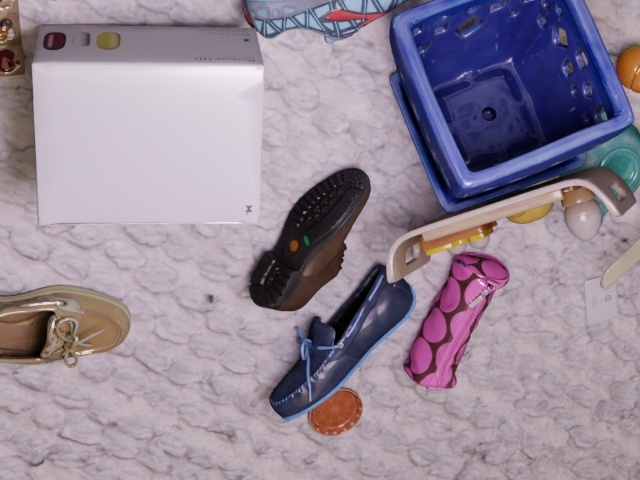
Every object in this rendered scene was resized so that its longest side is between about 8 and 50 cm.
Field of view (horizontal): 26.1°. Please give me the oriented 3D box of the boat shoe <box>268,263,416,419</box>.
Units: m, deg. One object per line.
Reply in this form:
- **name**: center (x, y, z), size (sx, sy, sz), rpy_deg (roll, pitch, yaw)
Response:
- **boat shoe**: center (0.015, 0.135, 1.931), size (0.258, 0.109, 0.089), rpy_deg (-47, 117, -9)

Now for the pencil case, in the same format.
- **pencil case**: center (0.193, 0.119, 1.972), size (0.095, 0.098, 0.209), rpy_deg (11, 115, -25)

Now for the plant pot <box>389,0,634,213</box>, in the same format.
- **plant pot**: center (0.221, -0.176, 1.717), size (0.236, 0.236, 0.212), rpy_deg (-20, 167, -8)

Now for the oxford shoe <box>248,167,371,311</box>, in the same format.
- **oxford shoe**: center (0.000, 0.000, 1.859), size (0.096, 0.083, 0.227), rpy_deg (22, 110, -49)

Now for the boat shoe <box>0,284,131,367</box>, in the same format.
- **boat shoe**: center (-0.381, 0.121, 1.774), size (0.285, 0.089, 0.104), rpy_deg (0, 118, -20)

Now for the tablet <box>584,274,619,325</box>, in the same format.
- **tablet**: center (0.427, 0.089, 2.092), size (0.054, 0.006, 0.083), rpy_deg (-17, 123, -10)

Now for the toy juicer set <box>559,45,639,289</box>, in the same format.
- **toy juicer set**: center (0.430, -0.120, 1.926), size (0.209, 0.089, 0.329), rpy_deg (-24, 112, -9)

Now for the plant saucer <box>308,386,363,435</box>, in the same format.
- **plant saucer**: center (0.022, 0.251, 2.037), size (0.083, 0.013, 0.083), rpy_deg (-9, 121, -15)

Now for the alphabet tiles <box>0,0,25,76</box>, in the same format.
- **alphabet tiles**: center (-0.446, -0.291, 1.567), size (0.198, 0.009, 0.237), rpy_deg (-7, 120, -15)

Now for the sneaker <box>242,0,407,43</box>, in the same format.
- **sneaker**: center (0.029, -0.305, 1.690), size (0.262, 0.104, 0.125), rpy_deg (-5, 137, -12)

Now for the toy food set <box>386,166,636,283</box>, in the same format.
- **toy food set**: center (0.249, -0.012, 1.791), size (0.306, 0.220, 0.092), rpy_deg (-19, 91, 20)

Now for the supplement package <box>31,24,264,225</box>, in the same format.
- **supplement package**: center (-0.203, -0.137, 1.629), size (0.262, 0.145, 0.204), rpy_deg (-1, 117, -8)
